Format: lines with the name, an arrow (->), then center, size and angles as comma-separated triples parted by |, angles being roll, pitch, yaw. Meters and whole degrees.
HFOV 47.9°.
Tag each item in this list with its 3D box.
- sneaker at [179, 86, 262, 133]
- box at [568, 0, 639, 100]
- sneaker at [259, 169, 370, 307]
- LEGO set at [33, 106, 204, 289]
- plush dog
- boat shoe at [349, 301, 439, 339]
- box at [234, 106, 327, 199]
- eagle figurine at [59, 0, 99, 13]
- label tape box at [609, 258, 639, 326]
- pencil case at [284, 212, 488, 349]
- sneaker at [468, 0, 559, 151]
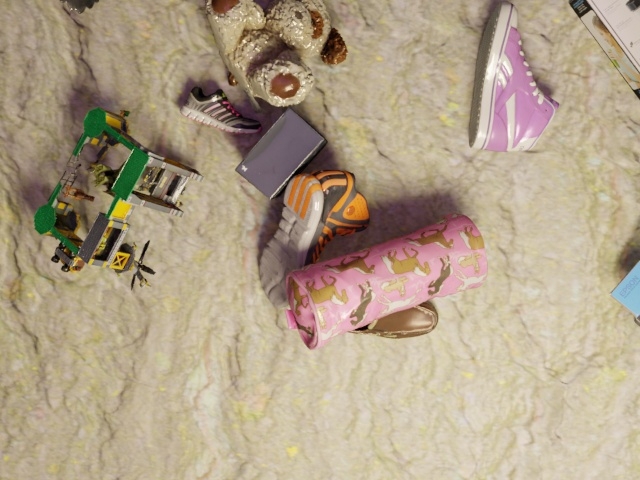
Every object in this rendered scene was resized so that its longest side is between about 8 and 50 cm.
sneaker -> -0.195, -0.263, 1.444 | 0.171, 0.063, 0.074 | 18, 102, 6
box -> 0.636, -0.401, 1.375 | 0.169, 0.087, 0.290 | -38, 93, 6
sneaker -> 0.000, 0.000, 1.427 | 0.124, 0.180, 0.321 | 50, 133, 30
LEGO set -> -0.391, -0.083, 1.444 | 0.255, 0.192, 0.331 | 25, 93, 30
plush dog -> -0.076, -0.389, 1.387 | 0.225, 0.210, 0.262 | -37, 92, -14
boat shoe -> 0.111, 0.158, 1.449 | 0.258, 0.095, 0.095 | 2, 95, 3
box -> -0.072, -0.166, 1.399 | 0.093, 0.158, 0.156 | 42, 97, -1
eagle figurine -> -0.562, -0.607, 1.396 | 0.226, 0.225, 0.298 | 30, 135, 39
label tape box -> 0.752, 0.113, 1.405 | 0.334, 0.106, 0.240 | 39, 96, -1
pencil case -> 0.121, 0.072, 1.346 | 0.386, 0.160, 0.167 | -19, 132, -19
sneaker -> 0.385, -0.312, 1.398 | 0.161, 0.102, 0.281 | 5, 106, -1
